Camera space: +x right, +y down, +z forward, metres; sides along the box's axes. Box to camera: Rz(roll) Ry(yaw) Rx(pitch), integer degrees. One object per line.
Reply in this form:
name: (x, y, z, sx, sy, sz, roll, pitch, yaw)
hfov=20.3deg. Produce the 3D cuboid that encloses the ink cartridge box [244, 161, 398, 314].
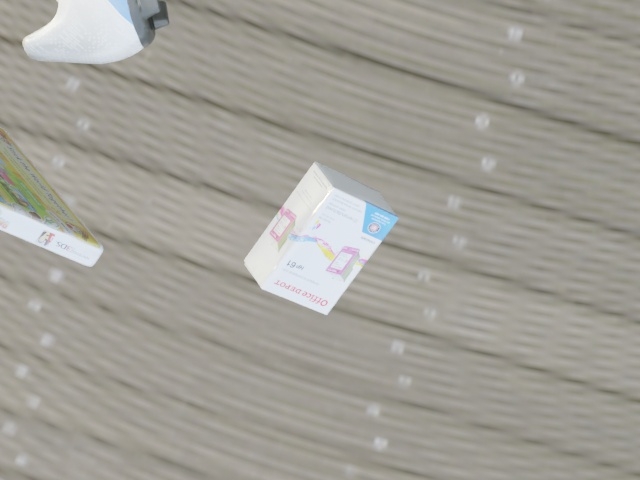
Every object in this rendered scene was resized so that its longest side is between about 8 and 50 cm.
ink cartridge box: (0.000, 0.000, 1.676, 0.088, 0.052, 0.122, 23, 111, -38)

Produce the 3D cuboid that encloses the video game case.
video game case: (-0.311, -0.073, 1.528, 0.206, 0.227, 0.026, 26, 103, -44)

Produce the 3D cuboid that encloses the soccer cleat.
soccer cleat: (-0.232, -0.313, 1.566, 0.143, 0.331, 0.116, -12, 169, 1)
